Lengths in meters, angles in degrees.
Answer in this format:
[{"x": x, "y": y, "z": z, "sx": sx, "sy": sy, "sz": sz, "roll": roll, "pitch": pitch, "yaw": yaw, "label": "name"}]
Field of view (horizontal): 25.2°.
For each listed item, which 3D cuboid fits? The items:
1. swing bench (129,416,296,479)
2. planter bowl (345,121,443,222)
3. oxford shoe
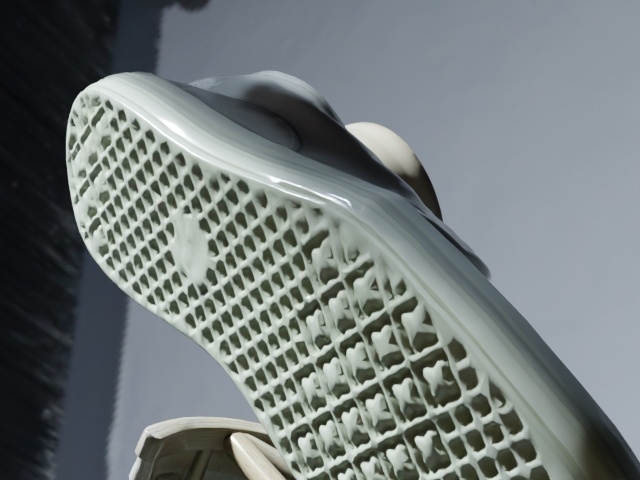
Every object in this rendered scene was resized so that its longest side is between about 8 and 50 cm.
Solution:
[{"x": -0.031, "y": 0.283, "z": 0.936, "sx": 0.254, "sy": 0.165, "sz": 0.253, "roll": 33, "pitch": 108, "yaw": 30, "label": "swing bench"}, {"x": 0.000, "y": 0.000, "z": 1.064, "sx": 0.109, "sy": 0.162, "sz": 0.162, "roll": -14, "pitch": 24, "yaw": -34, "label": "planter bowl"}, {"x": 0.019, "y": 0.026, "z": 0.703, "sx": 0.449, "sy": 0.130, "sz": 0.169, "roll": 39, "pitch": 129, "yaw": 46, "label": "oxford shoe"}]
